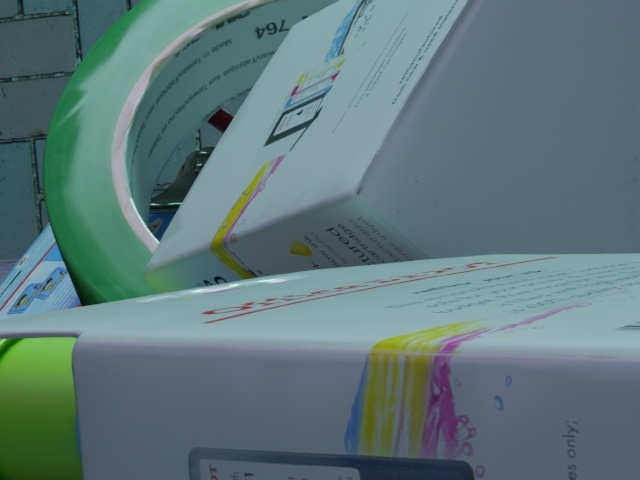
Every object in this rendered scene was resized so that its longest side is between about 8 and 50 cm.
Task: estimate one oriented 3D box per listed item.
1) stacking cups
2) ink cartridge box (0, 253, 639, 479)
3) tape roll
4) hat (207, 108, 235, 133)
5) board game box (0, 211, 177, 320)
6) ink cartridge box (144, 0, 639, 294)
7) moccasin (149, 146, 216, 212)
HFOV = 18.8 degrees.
[{"bbox_3d":[-0.066,0.084,0.885,0.316,0.096,0.096,0,5,37],"label":"stacking cups"},{"bbox_3d":[0.074,0.070,0.557,0.353,0.119,0.207,-1,6,44],"label":"ink cartridge box"},{"bbox_3d":[0.001,-0.040,1.147,0.321,0.321,0.077,-5,-36,6],"label":"tape roll"},{"bbox_3d":[0.000,0.000,1.446,0.183,0.208,0.173,-13,-27,-20],"label":"hat"},{"bbox_3d":[-0.165,0.051,1.259,0.160,0.039,0.211,-53,24,-20],"label":"board game box"},{"bbox_3d":[0.061,-0.015,0.906,0.171,0.168,0.233,38,-23,-16],"label":"ink cartridge box"},{"bbox_3d":[-0.099,0.034,1.482,0.139,0.147,0.380,10,15,-3],"label":"moccasin"}]
